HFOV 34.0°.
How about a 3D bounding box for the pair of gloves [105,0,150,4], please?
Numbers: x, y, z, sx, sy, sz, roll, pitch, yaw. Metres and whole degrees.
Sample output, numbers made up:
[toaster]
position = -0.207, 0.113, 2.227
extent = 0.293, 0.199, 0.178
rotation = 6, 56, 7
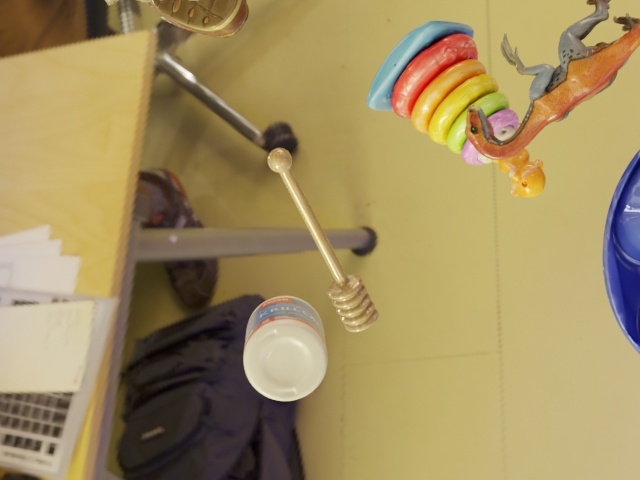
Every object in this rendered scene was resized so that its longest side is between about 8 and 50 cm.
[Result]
[pair of gloves]
position = -0.050, -0.183, 0.493
extent = 0.204, 0.240, 0.042
rotation = -29, 82, 12

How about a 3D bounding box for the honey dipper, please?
[honey dipper]
position = 0.000, 0.000, 0.792
extent = 0.030, 0.160, 0.030
rotation = -22, 27, 12

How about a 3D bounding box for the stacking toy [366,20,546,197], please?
[stacking toy]
position = 0.234, -0.178, 1.573
extent = 0.302, 0.166, 0.175
rotation = 50, 120, 22

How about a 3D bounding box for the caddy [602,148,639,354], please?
[caddy]
position = 0.395, -0.007, 0.839
extent = 0.341, 0.179, 0.241
rotation = -20, 100, -13

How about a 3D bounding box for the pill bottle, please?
[pill bottle]
position = -0.054, 0.154, 1.603
extent = 0.124, 0.221, 0.124
rotation = -1, 101, -3

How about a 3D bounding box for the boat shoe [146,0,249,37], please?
[boat shoe]
position = -0.109, -0.205, 0.847
extent = 0.178, 0.060, 0.064
rotation = 36, 89, 41

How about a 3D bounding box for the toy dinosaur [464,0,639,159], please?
[toy dinosaur]
position = 0.100, -0.068, 0.444
extent = 0.082, 0.047, 0.090
rotation = -56, 18, -4
